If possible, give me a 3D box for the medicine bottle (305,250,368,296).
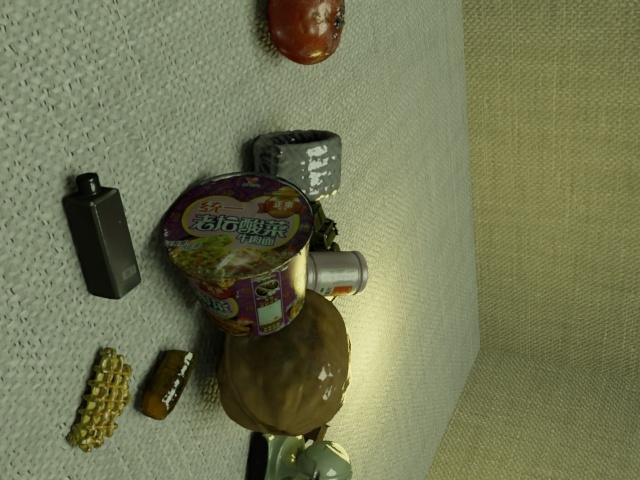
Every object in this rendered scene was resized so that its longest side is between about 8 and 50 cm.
[{"bbox_3d":[-0.001,0.095,2.045,0.250,0.133,0.133,0,99,-27],"label":"medicine bottle"}]

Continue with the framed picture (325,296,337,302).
[{"bbox_3d":[0.008,0.188,2.231,0.203,0.015,0.150,-54,160,21],"label":"framed picture"}]

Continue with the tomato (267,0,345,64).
[{"bbox_3d":[-0.040,-0.556,1.835,0.232,0.189,0.231,17,90,-77],"label":"tomato"}]

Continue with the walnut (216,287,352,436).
[{"bbox_3d":[-0.085,0.299,1.814,0.384,0.384,0.383,-29,123,-58],"label":"walnut"}]

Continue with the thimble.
[{"bbox_3d":[-0.059,-0.193,1.875,0.246,0.217,0.157,-25,119,-51],"label":"thimble"}]

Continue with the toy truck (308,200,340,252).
[{"bbox_3d":[-0.004,-0.002,2.147,0.127,0.127,0.257,-56,141,-38],"label":"toy truck"}]

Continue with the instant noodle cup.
[{"bbox_3d":[-0.171,0.050,1.652,0.265,0.340,0.339,86,28,-46],"label":"instant noodle cup"}]

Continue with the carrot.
[{"bbox_3d":[-0.341,0.316,1.626,0.173,0.082,0.082,-69,151,-26],"label":"carrot"}]

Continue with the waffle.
[{"bbox_3d":[-0.444,0.326,1.464,0.192,0.046,0.160,-57,147,-40],"label":"waffle"}]

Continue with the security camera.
[{"bbox_3d":[-0.047,0.641,2.085,0.191,0.277,0.196,5,93,-62],"label":"security camera"}]

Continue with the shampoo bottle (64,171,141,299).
[{"bbox_3d":[-0.415,-0.010,1.379,0.080,0.079,0.246,-46,137,-51],"label":"shampoo bottle"}]

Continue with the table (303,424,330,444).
[{"bbox_3d":[-0.029,0.616,2.333,0.082,0.083,0.070,-68,153,-16],"label":"table"}]
